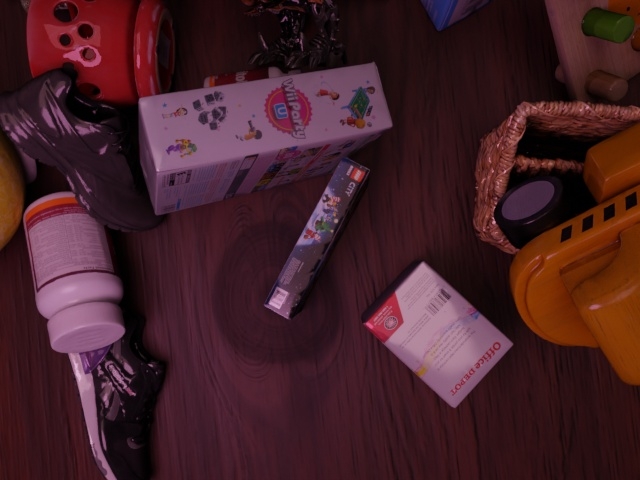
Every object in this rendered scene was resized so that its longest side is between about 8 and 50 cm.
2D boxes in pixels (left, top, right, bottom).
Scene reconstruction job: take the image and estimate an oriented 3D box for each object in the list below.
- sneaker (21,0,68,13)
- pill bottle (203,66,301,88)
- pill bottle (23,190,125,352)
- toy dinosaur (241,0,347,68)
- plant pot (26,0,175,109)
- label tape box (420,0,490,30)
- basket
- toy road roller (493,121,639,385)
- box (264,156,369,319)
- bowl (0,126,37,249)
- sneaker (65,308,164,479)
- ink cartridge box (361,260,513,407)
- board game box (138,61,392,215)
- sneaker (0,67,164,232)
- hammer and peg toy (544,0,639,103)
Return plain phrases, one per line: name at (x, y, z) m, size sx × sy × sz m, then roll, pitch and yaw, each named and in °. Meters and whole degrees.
sneaker at (-0.448, -0.402, 0.934) m, size 0.192 × 0.064 × 0.086 m, roll 29°, pitch 96°, yaw 4°
pill bottle at (-0.101, -0.227, 0.898) m, size 0.152 × 0.086 × 0.086 m, roll -8°, pitch 87°, yaw 1°
pill bottle at (-0.365, 0.047, 0.849) m, size 0.121 × 0.121 × 0.221 m, roll -23°, pitch 66°, yaw 1°
toy dinosaur at (-0.029, -0.369, 0.833) m, size 0.321 × 0.164 × 0.219 m, roll -4°, pitch 109°, yaw -12°
plant pot at (-0.320, -0.286, 0.861) m, size 0.174 × 0.191 × 0.191 m, roll 6°, pitch 88°, yaw -3°
label tape box at (0.149, -0.519, 0.816) m, size 0.115 × 0.249 × 0.348 m, roll -28°, pitch 87°, yaw 1°
basket at (0.383, -0.062, 0.803) m, size 0.299 × 0.223 × 0.214 m, roll 6°, pitch 89°, yaw 2°
toy road roller at (0.384, 0.014, 0.652) m, size 0.329 × 0.241 × 0.202 m, roll -30°, pitch 115°, yaw 22°
box at (0.000, 0.000, 0.848) m, size 0.044 × 0.159 × 0.233 m, roll 28°, pitch 89°, yaw 5°
bowl at (-0.536, -0.112, 0.861) m, size 0.289 × 0.289 × 0.156 m, roll 51°, pitch 47°, yaw 3°
sneaker at (-0.296, 0.246, 0.882) m, size 0.124 × 0.107 × 0.283 m, roll -19°, pitch 87°, yaw -4°
ink cartridge box at (0.168, 0.134, 0.851) m, size 0.176 × 0.127 × 0.128 m, roll 44°, pitch 90°, yaw 4°
board game box at (-0.087, -0.135, 0.782) m, size 0.303 × 0.224 × 0.098 m, roll -14°, pitch 86°, yaw -19°
sneaker at (-0.318, -0.122, 0.830) m, size 0.130 × 0.109 × 0.286 m, roll -29°, pitch 131°, yaw 12°
hammer and peg toy at (0.424, -0.394, 0.774) m, size 0.266 × 0.127 × 0.361 m, roll -34°, pitch 126°, yaw 0°
